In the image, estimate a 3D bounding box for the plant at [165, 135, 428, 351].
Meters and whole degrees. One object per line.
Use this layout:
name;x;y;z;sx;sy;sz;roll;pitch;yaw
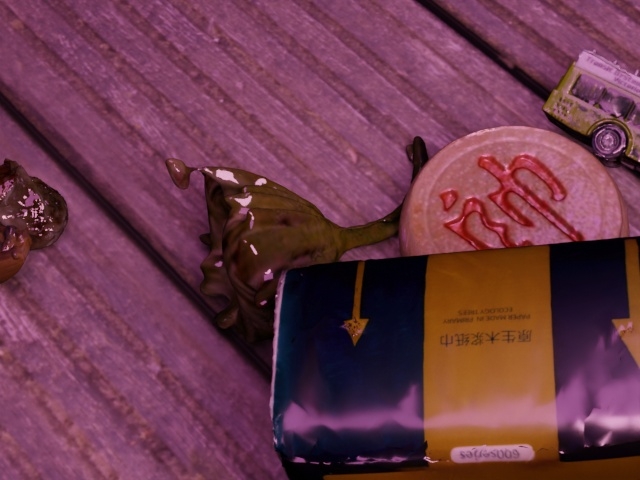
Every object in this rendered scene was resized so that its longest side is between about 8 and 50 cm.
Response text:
plant;0.010;-0.015;1.583;0.333;0.180;0.251;-15;69;-10

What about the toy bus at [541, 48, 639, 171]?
toy bus;0.425;-0.127;1.613;0.302;0.113;0.139;29;92;16

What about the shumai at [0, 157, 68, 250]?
shumai;-0.376;-0.051;1.670;0.124;0.087;0.099;12;59;9

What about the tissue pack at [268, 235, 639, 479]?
tissue pack;0.180;0.159;1.373;0.417;0.264;0.253;-6;55;11

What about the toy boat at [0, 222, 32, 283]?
toy boat;-0.507;-0.010;1.635;0.321;0.121;0.089;8;50;9

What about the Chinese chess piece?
Chinese chess piece;0.227;-0.007;1.592;0.270;0.112;0.270;-2;58;4
